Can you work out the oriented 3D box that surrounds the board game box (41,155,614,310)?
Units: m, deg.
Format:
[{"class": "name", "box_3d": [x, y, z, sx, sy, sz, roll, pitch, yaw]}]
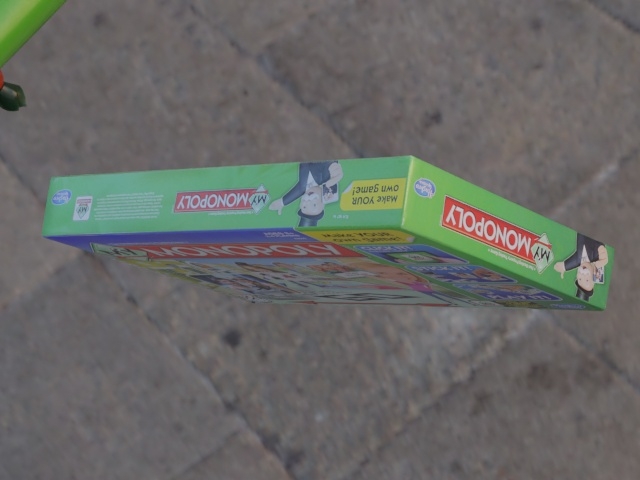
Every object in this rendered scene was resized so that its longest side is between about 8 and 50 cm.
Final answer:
[{"class": "board game box", "box_3d": [0.000, 0.000, 1.170, 0.317, 0.213, 0.046, -1, 76, 43]}]

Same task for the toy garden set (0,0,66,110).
[{"class": "toy garden set", "box_3d": [-0.210, -0.029, 0.768, 0.204, 0.049, 0.244, -50, 23, -20]}]
